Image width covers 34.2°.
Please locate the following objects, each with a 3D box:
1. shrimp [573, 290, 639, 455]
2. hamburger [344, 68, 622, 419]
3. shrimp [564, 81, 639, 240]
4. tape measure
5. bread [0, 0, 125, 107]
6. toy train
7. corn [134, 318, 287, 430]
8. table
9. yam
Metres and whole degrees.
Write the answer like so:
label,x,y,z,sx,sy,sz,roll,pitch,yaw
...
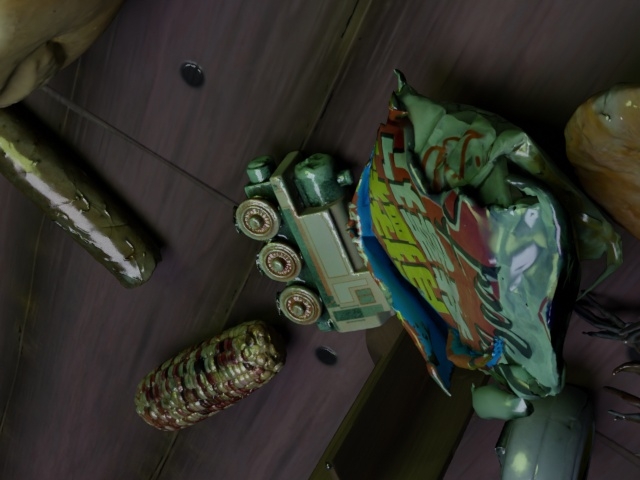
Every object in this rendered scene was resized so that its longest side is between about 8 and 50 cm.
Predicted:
label,x,y,z,sx,sy,sz,roll,pitch,yaw
shrimp,0.326,0.104,0.803,0.372,0.137,0.172,24,130,38
hamburger,0.146,0.002,0.851,0.276,0.150,0.261,48,149,45
shrimp,0.380,0.004,0.714,0.445,0.085,0.272,28,167,1
tape measure,0.181,0.263,0.927,0.084,0.330,0.164,5,126,25
bread,-0.339,-0.287,0.851,0.376,0.253,0.348,49,139,-10
toy train,0.000,0.000,1.009,0.125,0.081,0.194,-12,116,26
corn,-0.124,0.156,1.206,0.086,0.086,0.253,48,132,-11
table,0.077,0.182,0.999,0.167,0.227,0.167,17,133,19
yam,-0.300,-0.071,1.138,0.317,0.067,0.071,45,122,-10
